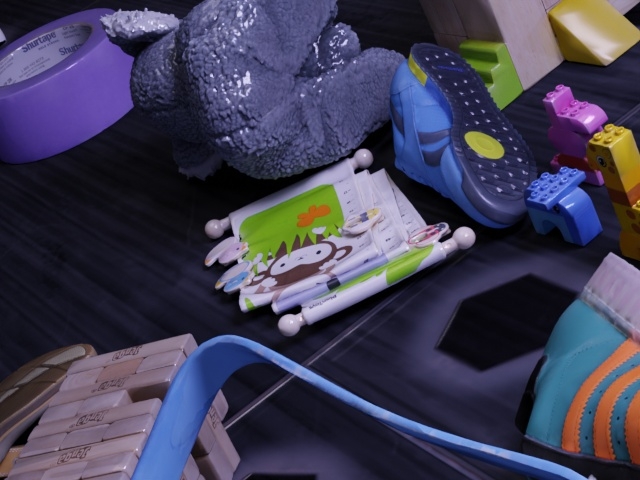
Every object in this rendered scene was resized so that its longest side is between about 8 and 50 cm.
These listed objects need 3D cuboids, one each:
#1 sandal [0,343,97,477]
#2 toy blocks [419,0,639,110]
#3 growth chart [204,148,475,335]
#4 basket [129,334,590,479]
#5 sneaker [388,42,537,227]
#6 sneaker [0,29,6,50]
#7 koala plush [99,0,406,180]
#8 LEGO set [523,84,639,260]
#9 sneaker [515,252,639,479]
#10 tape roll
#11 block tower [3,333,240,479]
[{"bbox_3d":[-0.218,0.143,0.989,0.180,0.049,0.072,-48,26,-9],"label":"sandal"},{"bbox_3d":[0.194,-0.314,1.177,0.381,0.261,0.191,-38,30,-21],"label":"toy blocks"},{"bbox_3d":[0.000,0.000,1.066,0.172,0.021,0.237,-29,26,-5],"label":"growth chart"},{"bbox_3d":[-0.032,0.190,0.544,0.255,0.201,0.289,17,82,52],"label":"basket"},{"bbox_3d":[0.099,-0.062,1.058,0.069,0.082,0.209,10,34,-25],"label":"sneaker"},{"bbox_3d":[-0.531,-0.245,1.636,0.323,0.236,0.130,-23,19,41],"label":"sneaker"},{"bbox_3d":[-0.080,-0.138,1.184,0.221,0.196,0.203,0,37,44],"label":"koala plush"},{"bbox_3d":[0.195,-0.046,0.901,0.087,0.093,0.227,-38,30,-21],"label":"LEGO set"},{"bbox_3d":[0.165,0.102,0.646,0.121,0.108,0.302,-55,10,8],"label":"sneaker"},{"bbox_3d":[-0.284,-0.168,1.529,0.189,0.080,0.189,-21,29,12],"label":"tape roll"},{"bbox_3d":[-0.134,0.183,0.766,0.097,0.091,0.335,-15,25,22],"label":"block tower"}]
